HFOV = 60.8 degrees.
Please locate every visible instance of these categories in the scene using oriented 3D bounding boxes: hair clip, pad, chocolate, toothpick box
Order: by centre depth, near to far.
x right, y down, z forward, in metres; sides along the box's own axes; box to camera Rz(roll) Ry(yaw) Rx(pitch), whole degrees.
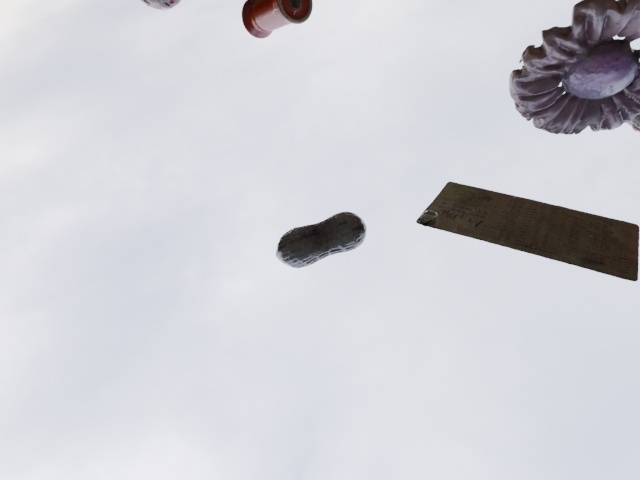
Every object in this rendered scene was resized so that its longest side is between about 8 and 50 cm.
[{"bbox_3d":[-0.051,-0.254,0.600,0.047,0.047,0.083,-43,-152,-26],"label":"toothpick box"},{"bbox_3d":[0.339,-0.165,0.613,0.173,0.300,0.069,-32,-120,39],"label":"hair clip"},{"bbox_3d":[0.275,-0.024,0.718,0.264,0.009,0.159,17,-147,22],"label":"pad"},{"bbox_3d":[0.000,0.000,0.946,0.166,0.072,0.072,-18,-137,4],"label":"chocolate"}]

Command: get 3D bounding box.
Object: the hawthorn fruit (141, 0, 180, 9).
[{"bbox_3d":[-0.192,-0.323,0.642,0.092,0.093,0.093,-8,-136,8],"label":"hawthorn fruit"}]
